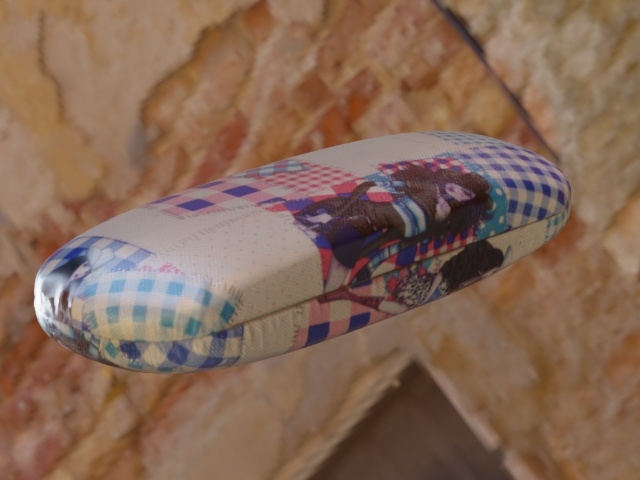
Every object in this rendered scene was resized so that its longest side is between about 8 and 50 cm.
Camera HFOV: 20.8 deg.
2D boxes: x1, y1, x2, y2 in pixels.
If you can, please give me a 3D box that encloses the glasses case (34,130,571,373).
[{"bbox_3d":[0.000,0.000,0.925,0.327,0.125,0.076,-18,-63,-40],"label":"glasses case"}]
